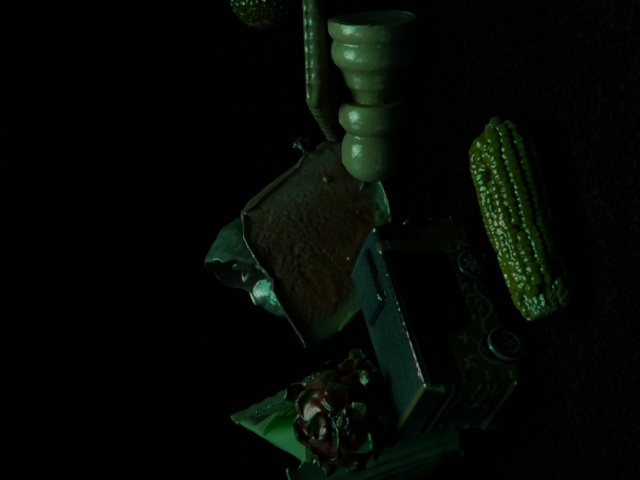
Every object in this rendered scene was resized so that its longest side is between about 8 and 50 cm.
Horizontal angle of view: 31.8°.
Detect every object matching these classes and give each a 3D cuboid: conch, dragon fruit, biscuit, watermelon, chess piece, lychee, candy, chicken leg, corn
[{"bbox_3d":[-0.074,0.050,2.076,0.277,0.220,0.195,20,-126,-68],"label":"conch"},{"bbox_3d":[0.027,0.223,1.522,0.236,0.137,0.135,-107,-1,-65],"label":"dragon fruit"},{"bbox_3d":[0.012,-0.285,1.849,0.325,0.044,0.217,48,-142,-79],"label":"biscuit"},{"bbox_3d":[0.027,-0.017,1.831,0.292,0.222,0.319,56,-163,4],"label":"watermelon"},{"bbox_3d":[0.083,-0.219,1.734,0.143,0.143,0.261,-134,38,-62],"label":"chess piece"},{"bbox_3d":[-0.102,-0.494,2.157,0.171,0.171,0.171,178,90,-70],"label":"lychee"},{"bbox_3d":[0.024,0.282,1.734,0.398,0.263,0.172,-142,40,-65],"label":"candy"},{"bbox_3d":[-0.010,-0.103,2.101,0.253,0.051,0.106,-117,37,-51],"label":"chicken leg"},{"bbox_3d":[0.239,-0.032,1.342,0.097,0.097,0.261,126,136,-60],"label":"corn"}]

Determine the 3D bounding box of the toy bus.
[{"bbox_3d":[0.151,0.109,1.499,0.138,0.167,0.275,112,150,-50],"label":"toy bus"}]
